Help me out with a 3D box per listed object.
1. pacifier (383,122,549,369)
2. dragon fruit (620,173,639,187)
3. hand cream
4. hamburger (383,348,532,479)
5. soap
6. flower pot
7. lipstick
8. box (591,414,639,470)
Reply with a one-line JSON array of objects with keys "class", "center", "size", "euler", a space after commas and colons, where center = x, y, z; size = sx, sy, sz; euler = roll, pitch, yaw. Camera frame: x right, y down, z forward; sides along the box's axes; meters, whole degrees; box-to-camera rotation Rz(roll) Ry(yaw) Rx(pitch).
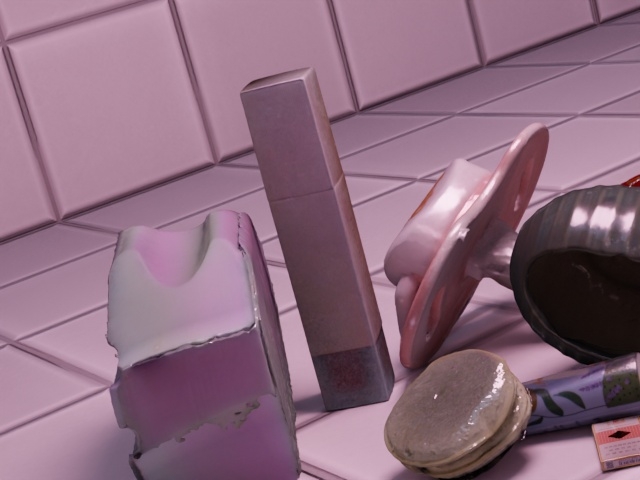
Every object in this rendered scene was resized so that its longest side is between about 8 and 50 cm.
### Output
[{"class": "pacifier", "center": [0.197, 0.016, 1.619], "size": [0.273, 0.220, 0.332], "euler": [1, 44, 45]}, {"class": "dragon fruit", "center": [0.477, -0.051, 1.873], "size": [0.191, 0.094, 0.094], "euler": [-3, 14, 0]}, {"class": "hand cream", "center": [0.213, 0.161, 1.383], "size": [0.271, 0.058, 0.091], "euler": [-16, 19, 22]}, {"class": "hamburger", "center": [0.131, 0.166, 1.342], "size": [0.140, 0.062, 0.133], "euler": [-50, 32, -15]}, {"class": "soap", "center": [-0.118, 0.113, 1.475], "size": [0.156, 0.261, 0.446], "euler": [-12, 13, 0]}, {"class": "flower pot", "center": [0.312, 0.040, 1.436], "size": [0.243, 0.189, 0.157], "euler": [15, 27, 9]}, {"class": "lipstick", "center": [0.000, 0.000, 1.560], "size": [0.080, 0.371, 0.076], "euler": [-12, 15, 13]}, {"class": "box", "center": [0.275, 0.184, 1.300], "size": [0.046, 0.012, 0.083], "euler": [-13, 14, 9]}]
